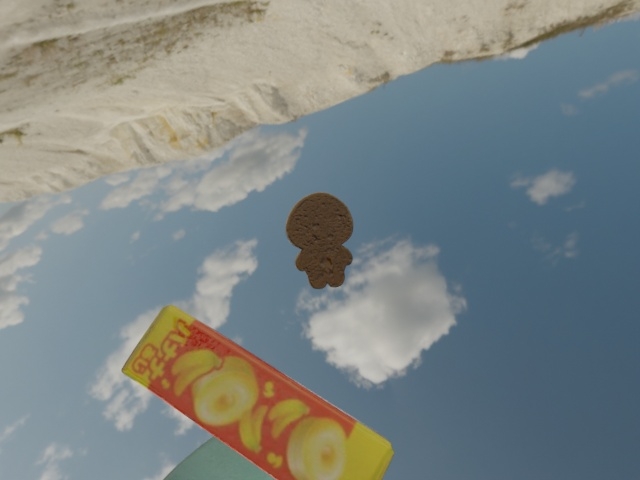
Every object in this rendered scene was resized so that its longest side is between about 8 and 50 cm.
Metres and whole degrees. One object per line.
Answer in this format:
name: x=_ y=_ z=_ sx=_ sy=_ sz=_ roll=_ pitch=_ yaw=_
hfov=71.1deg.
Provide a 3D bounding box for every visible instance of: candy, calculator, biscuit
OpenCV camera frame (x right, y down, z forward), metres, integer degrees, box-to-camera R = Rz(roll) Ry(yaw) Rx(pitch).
candy: x=-0.061 y=0.183 z=0.490 sx=0.276 sy=0.146 sz=0.088 roll=27 pitch=-108 yaw=15
calculator: x=-0.149 y=0.447 z=0.871 sx=0.256 sy=0.054 sz=0.386 roll=3 pitch=-164 yaw=36
biscuit: x=0.000 y=0.000 z=0.812 sx=0.124 sy=0.174 sz=0.026 roll=-5 pitch=-176 yaw=-7
